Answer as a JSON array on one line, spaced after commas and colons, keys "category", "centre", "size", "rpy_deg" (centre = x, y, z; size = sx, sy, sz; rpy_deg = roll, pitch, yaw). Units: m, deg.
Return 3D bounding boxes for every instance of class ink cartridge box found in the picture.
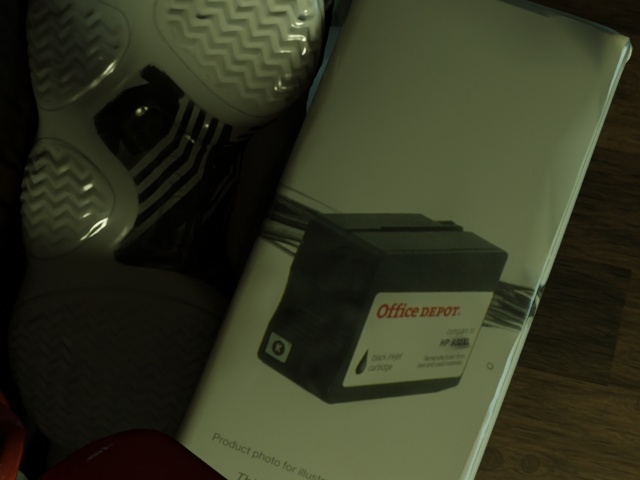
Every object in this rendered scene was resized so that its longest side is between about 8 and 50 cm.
[{"category": "ink cartridge box", "centre": [0.028, 0.050, 0.672], "size": [0.223, 0.129, 0.307], "rpy_deg": [76, 36, -79]}]

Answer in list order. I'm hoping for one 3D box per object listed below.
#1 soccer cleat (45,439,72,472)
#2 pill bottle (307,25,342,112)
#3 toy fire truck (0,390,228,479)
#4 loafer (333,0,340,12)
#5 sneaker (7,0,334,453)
[{"category": "soccer cleat", "centre": [-0.115, 0.148, 0.861], "size": [0.196, 0.068, 0.076], "rpy_deg": [56, 28, -65]}, {"category": "pill bottle", "centre": [0.000, 0.000, 1.024], "size": [0.323, 0.181, 0.181], "rpy_deg": [103, 3, -60]}, {"category": "toy fire truck", "centre": [-0.157, 0.147, 0.400], "size": [0.254, 0.169, 0.302], "rpy_deg": [-48, 160, -21]}, {"category": "loafer", "centre": [-0.005, -0.220, 1.061], "size": [0.094, 0.087, 0.251], "rpy_deg": [-67, 167, -53]}, {"category": "sneaker", "centre": [-0.062, -0.078, 0.724], "size": [0.210, 0.137, 0.366], "rpy_deg": [-62, 167, -66]}]
